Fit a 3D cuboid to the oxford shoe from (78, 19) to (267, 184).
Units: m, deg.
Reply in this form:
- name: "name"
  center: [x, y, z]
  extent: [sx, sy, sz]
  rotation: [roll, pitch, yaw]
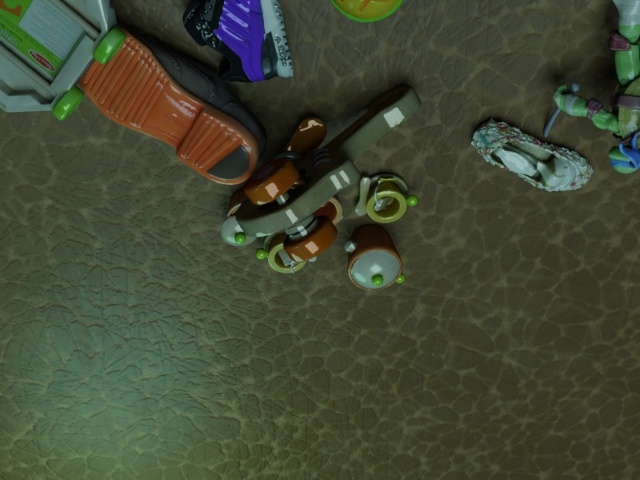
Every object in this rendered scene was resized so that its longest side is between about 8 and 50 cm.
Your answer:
- name: "oxford shoe"
  center: [-0.238, -0.232, 1.640]
  extent: [0.364, 0.132, 0.130]
  rotation: [40, 123, -10]

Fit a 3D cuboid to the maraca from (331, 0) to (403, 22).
- name: "maraca"
  center: [0.056, -0.406, 1.548]
  extent: [0.127, 0.099, 0.185]
  rotation: [-18, 103, 12]

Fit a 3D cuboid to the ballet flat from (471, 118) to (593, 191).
- name: "ballet flat"
  center: [0.360, -0.126, 1.807]
  extent: [0.241, 0.077, 0.091]
  rotation: [18, 122, -20]

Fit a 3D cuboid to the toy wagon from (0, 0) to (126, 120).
- name: "toy wagon"
  center: [-0.449, -0.292, 1.551]
  extent: [0.267, 0.068, 0.344]
  rotation: [40, 120, -8]

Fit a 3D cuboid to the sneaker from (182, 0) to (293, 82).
- name: "sneaker"
  center: [-0.135, -0.349, 1.562]
  extent: [0.146, 0.102, 0.293]
  rotation: [-11, 128, 3]

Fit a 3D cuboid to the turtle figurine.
- name: "turtle figurine"
  center: [0.475, -0.254, 1.708]
  extent: [0.198, 0.275, 0.266]
  rotation: [13, 107, 11]

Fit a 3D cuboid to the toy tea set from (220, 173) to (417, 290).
- name: "toy tea set"
  center: [0.000, 0.000, 1.831]
  extent: [0.336, 0.124, 0.200]
  rotation: [-3, 128, -4]

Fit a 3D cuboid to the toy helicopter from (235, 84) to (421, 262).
- name: "toy helicopter"
  center: [0.012, -0.126, 1.689]
  extent: [0.355, 0.235, 0.140]
  rotation: [-40, 110, -16]
